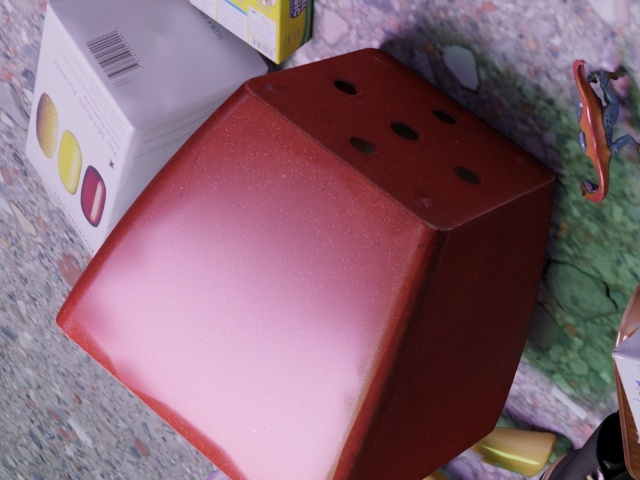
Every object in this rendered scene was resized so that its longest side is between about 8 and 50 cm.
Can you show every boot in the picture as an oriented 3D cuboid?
[{"bbox_3d":[0.195,0.231,1.261,0.077,0.198,0.137,21,145,-2],"label":"boot"}]

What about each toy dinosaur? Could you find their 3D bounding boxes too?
[{"bbox_3d":[0.176,-0.068,1.054,0.047,0.090,0.082,-1,80,43],"label":"toy dinosaur"}]

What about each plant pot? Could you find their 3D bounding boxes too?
[{"bbox_3d":[0.017,0.014,1.170,0.267,0.267,0.236,39,122,20],"label":"plant pot"}]

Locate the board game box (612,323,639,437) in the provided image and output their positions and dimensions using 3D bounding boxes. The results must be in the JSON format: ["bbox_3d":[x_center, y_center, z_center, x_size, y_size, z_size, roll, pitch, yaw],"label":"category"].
[{"bbox_3d":[0.318,0.151,1.042,0.144,0.142,0.275,14,135,46],"label":"board game box"}]

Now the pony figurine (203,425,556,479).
[{"bbox_3d":[-0.019,0.176,1.454,0.363,0.303,0.351,28,151,-4],"label":"pony figurine"}]

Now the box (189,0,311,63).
[{"bbox_3d":[-0.055,-0.230,1.214,0.105,0.043,0.179,37,151,22],"label":"box"}]

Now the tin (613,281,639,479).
[{"bbox_3d":[0.249,0.094,1.112,0.040,0.106,0.189,17,139,34],"label":"tin"}]

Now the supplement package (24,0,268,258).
[{"bbox_3d":[-0.157,-0.108,1.381,0.139,0.134,0.244,55,153,16],"label":"supplement package"}]
